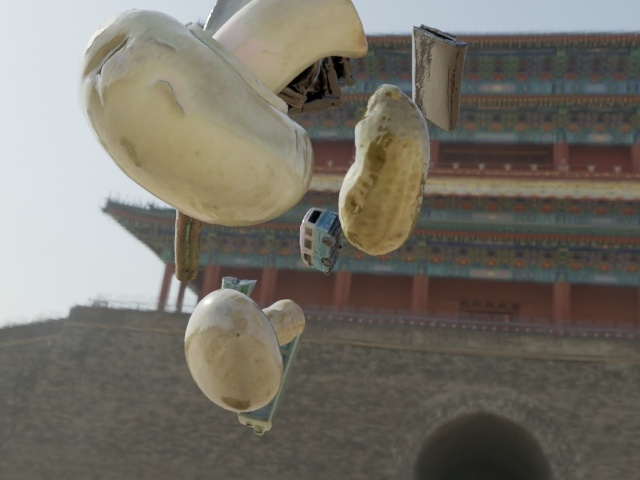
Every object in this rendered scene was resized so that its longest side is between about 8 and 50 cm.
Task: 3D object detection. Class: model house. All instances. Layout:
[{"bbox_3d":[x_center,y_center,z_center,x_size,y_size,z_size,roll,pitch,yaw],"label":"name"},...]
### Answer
[{"bbox_3d":[-0.023,-0.379,1.521,0.282,0.297,0.317,29,13,-46],"label":"model house"}]

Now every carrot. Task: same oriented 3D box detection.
[{"bbox_3d":[-0.313,-0.030,1.973,0.070,0.260,0.070,5,11,-1],"label":"carrot"}]

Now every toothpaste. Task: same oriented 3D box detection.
[{"bbox_3d":[-0.190,0.172,1.691,0.078,0.248,0.047,4,-42,6],"label":"toothpaste"}]

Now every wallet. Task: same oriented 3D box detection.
[{"bbox_3d":[0.283,-0.394,1.991,0.049,0.182,0.229,-20,-52,-26],"label":"wallet"}]

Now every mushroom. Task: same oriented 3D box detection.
[{"bbox_3d":[-0.122,-0.158,1.029,0.356,0.315,0.315,-16,-6,-34],"label":"mushroom"},{"bbox_3d":[-0.124,0.182,1.344,0.206,0.206,0.209,-13,-20,41],"label":"mushroom"}]

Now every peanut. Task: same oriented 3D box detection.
[{"bbox_3d":[0.095,-0.104,1.232,0.122,0.253,0.137,-3,24,-34],"label":"peanut"}]

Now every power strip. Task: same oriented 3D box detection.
[{"bbox_3d":[-0.109,0.295,1.822,0.078,0.272,0.052,13,-33,11],"label":"power strip"}]

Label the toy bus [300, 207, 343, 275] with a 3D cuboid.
[{"bbox_3d":[0.000,0.000,1.525,0.075,0.060,0.123,19,-40,13],"label":"toy bus"}]
